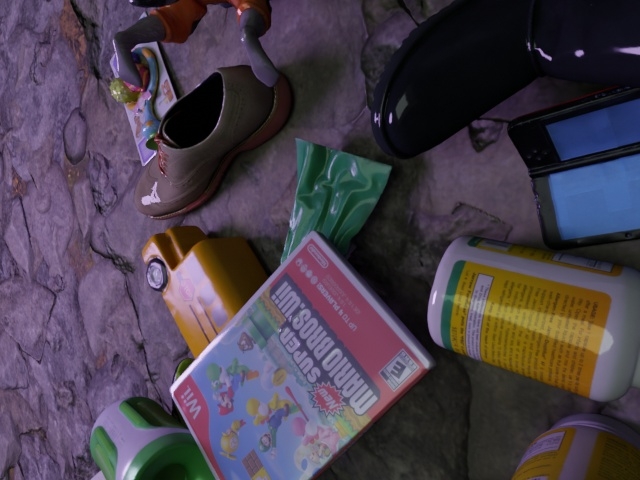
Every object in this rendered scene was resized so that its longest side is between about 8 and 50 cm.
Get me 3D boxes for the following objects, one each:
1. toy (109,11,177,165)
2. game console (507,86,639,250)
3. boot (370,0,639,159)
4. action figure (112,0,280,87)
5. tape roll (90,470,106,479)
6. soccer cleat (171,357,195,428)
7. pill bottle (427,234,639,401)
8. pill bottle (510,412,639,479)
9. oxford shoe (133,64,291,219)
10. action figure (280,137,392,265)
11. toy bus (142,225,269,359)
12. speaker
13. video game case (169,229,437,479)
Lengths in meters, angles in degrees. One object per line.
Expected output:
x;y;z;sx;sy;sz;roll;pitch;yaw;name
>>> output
-0.323;-0.267;0.813;0.136;0.056;0.238;-32;75;32;toy
0.252;-0.061;0.402;0.143;0.124;0.085;-12;60;35;game console
0.176;-0.145;0.359;0.246;0.094;0.207;-46;36;-3;boot
-0.073;-0.340;0.535;0.341;0.178;0.331;1;68;31;action figure
-0.310;0.584;0.808;0.391;0.072;0.393;-8;74;30;tape roll
-0.232;0.287;0.798;0.072;0.060;0.179;1;96;46;soccer cleat
0.214;0.071;0.418;0.208;0.117;0.118;14;102;34;pill bottle
0.214;0.224;0.375;0.119;0.208;0.119;3;96;36;pill bottle
-0.203;-0.141;0.691;0.348;0.130;0.123;-37;73;32;oxford shoe
0.000;0.000;0.599;0.137;0.063;0.233;24;104;30;action figure
-0.126;0.111;0.672;0.130;0.108;0.333;-45;69;29;toy bus
-0.248;0.307;0.671;0.296;0.131;0.131;-10;88;56;speaker
-0.039;0.157;0.534;0.285;0.025;0.204;-48;61;11;video game case
